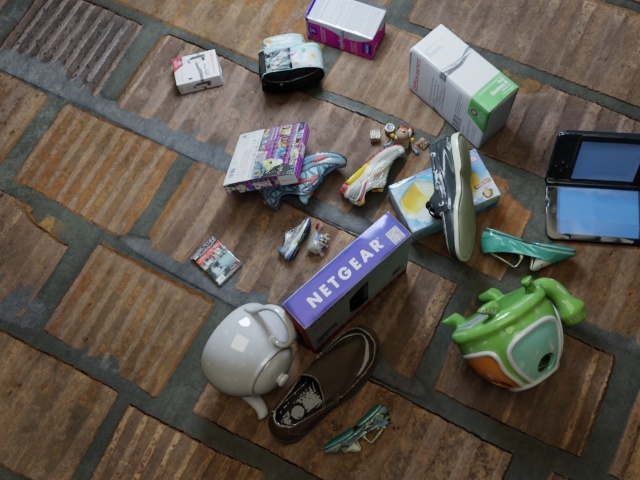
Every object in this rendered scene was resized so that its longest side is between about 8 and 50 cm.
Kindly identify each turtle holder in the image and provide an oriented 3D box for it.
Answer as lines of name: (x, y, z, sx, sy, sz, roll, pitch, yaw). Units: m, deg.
turtle holder: (0.484, 0.224, 1.675, 0.320, 0.243, 0.227, -26, 84, -47)

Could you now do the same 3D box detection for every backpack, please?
backpack: (-0.083, -0.516, 1.983, 0.188, 0.166, 0.144, -2, 80, 1)

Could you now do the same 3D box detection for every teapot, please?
teapot: (-0.154, 0.286, 1.662, 0.187, 0.256, 0.252, 33, 81, 23)

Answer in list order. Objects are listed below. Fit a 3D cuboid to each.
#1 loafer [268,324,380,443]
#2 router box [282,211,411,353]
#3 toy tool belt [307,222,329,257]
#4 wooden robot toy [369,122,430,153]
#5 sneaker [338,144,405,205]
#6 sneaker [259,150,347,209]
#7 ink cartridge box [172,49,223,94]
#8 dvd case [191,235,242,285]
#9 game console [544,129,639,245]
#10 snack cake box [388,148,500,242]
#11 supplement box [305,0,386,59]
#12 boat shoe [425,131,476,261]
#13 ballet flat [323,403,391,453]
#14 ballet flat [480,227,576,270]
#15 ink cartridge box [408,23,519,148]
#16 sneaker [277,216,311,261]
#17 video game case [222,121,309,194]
loafer: (0.016, 0.357, 1.691, 0.134, 0.130, 0.366, 39, 78, 15)
router box: (0.071, 0.115, 1.682, 0.335, 0.301, 0.082, -41, 72, -9)
toy tool belt: (0.000, 0.000, 1.865, 0.051, 0.052, 0.083, 26, 76, -20)
wooden robot toy: (0.227, -0.305, 1.934, 0.173, 0.079, 0.076, 13, 72, 8)
sneaker: (0.155, -0.184, 1.906, 0.225, 0.088, 0.093, -42, 94, -10)
sneaker: (-0.041, -0.160, 1.905, 0.261, 0.104, 0.125, -20, 80, 6)
ink cartridge box: (-0.371, -0.511, 2.060, 0.135, 0.056, 0.099, -14, 70, 0)
dvd case: (-0.287, 0.056, 1.880, 0.119, 0.013, 0.087, 41, 78, 17)
game console: (0.759, -0.138, 1.796, 0.293, 0.250, 0.173, 4, 45, 5)
snack cake box: (0.335, -0.120, 1.857, 0.264, 0.089, 0.152, -24, 70, -4)
supplement box: (0.077, -0.650, 2.047, 0.220, 0.111, 0.114, 21, 74, 11)
boat shoe: (0.325, -0.108, 1.752, 0.113, 0.127, 0.340, -9, 77, 32)
ballet flat: (0.096, 0.483, 1.680, 0.188, 0.070, 0.070, -35, 72, -5)
ballet flat: (0.544, 0.034, 1.803, 0.247, 0.083, 0.087, 14, 97, 9)
ink cartridge box: (0.388, -0.429, 1.895, 0.121, 0.211, 0.289, -41, 73, -9)
sneaker: (-0.074, -0.013, 1.869, 0.058, 0.052, 0.135, 26, 74, 17)
video game case: (-0.146, -0.230, 1.879, 0.210, 0.042, 0.232, -9, 43, 18)
